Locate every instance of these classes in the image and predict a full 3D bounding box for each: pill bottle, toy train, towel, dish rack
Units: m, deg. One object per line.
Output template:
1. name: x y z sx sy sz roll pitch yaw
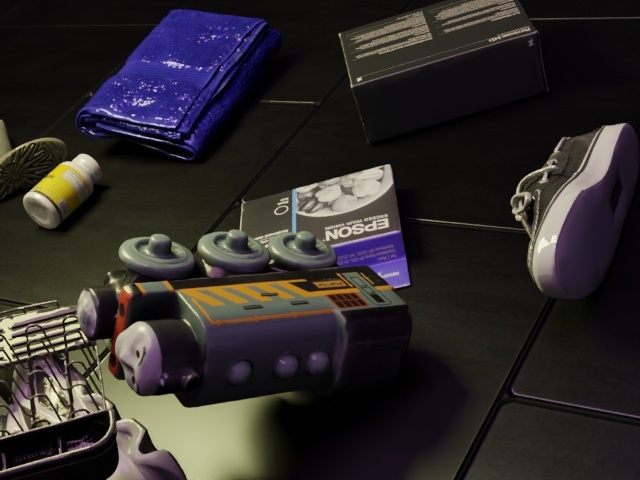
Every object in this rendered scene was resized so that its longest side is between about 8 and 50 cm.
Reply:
1. pill bottle: -0.378 -0.076 1.606 0.065 0.065 0.116 9 43 35
2. toy train: -0.068 0.081 1.092 0.334 0.142 0.190 -2 27 -36
3. towel: -0.222 -0.264 1.727 0.227 0.076 0.308 15 50 20
4. dish rack: -0.305 0.147 1.055 0.208 0.074 0.271 -14 39 -8

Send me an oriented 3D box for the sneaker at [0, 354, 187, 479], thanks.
1. sneaker: -0.286 0.212 1.120 0.146 0.122 0.330 -36 37 -25

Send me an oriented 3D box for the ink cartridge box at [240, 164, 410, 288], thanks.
1. ink cartridge box: 0.000 0.000 1.338 0.206 0.045 0.208 -14 36 8

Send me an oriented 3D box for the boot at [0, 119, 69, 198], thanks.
1. boot: -0.510 -0.145 1.773 0.189 0.076 0.208 -23 28 -8

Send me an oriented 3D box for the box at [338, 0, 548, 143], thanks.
1. box: 0.170 -0.255 1.550 0.261 0.103 0.184 -15 32 6

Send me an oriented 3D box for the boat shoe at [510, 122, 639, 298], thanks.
1. boat shoe: 0.268 -0.038 1.201 0.105 0.113 0.306 -4 35 32
